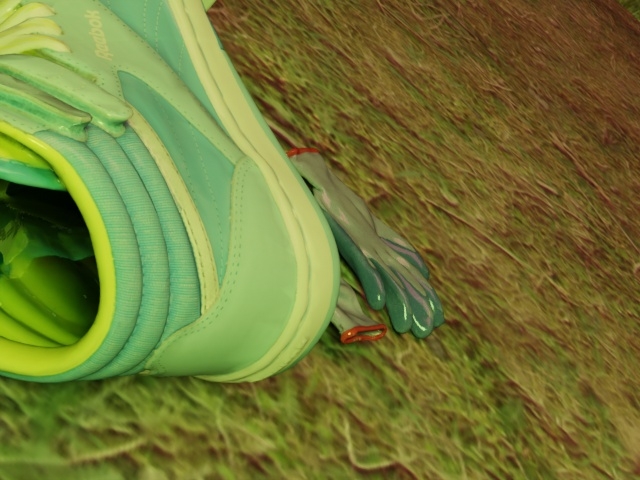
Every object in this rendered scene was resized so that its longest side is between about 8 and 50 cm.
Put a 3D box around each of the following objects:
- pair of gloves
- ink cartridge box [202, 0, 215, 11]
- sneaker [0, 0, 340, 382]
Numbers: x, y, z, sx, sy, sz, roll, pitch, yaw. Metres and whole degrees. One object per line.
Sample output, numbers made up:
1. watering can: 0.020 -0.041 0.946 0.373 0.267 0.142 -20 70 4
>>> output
1. pair of gloves: 0.000 0.000 0.797 0.159 0.023 0.198 51 23 17
2. ink cartridge box: -0.136 -0.195 0.756 0.176 0.128 0.127 38 25 -14
3. sneaker: -0.134 -0.072 0.569 0.319 0.127 0.208 52 23 18
